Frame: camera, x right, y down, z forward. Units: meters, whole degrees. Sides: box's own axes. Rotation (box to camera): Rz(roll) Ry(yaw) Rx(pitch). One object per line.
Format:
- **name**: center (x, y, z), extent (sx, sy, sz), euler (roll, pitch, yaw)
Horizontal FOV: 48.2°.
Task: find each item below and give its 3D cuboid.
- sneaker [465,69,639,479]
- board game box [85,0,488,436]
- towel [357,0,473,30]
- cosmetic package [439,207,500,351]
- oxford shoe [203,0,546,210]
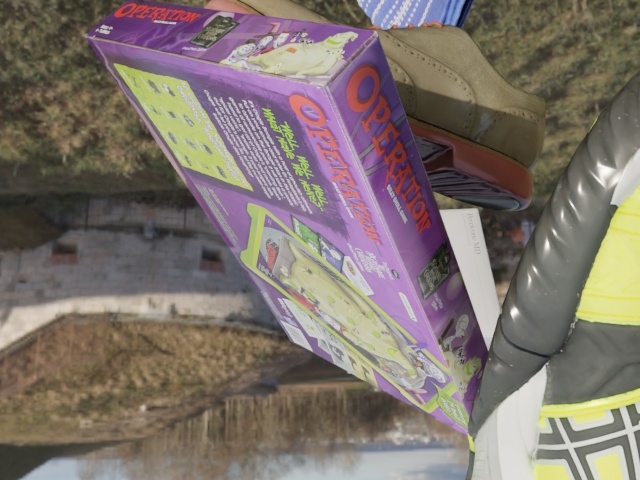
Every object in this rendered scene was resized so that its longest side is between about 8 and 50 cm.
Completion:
- **sneaker**: center (0.158, 0.102, 0.381), extent (0.147, 0.384, 0.145), euler (17, -159, 21)
- **board game box**: center (0.000, 0.000, 0.498), extent (0.208, 0.056, 0.347), euler (27, 155, 40)
- **towel**: center (0.073, -0.360, 0.779), extent (0.040, 0.336, 0.243), euler (-13, 147, -26)
- **cosmetic package**: center (0.149, 0.078, 1.133), extent (0.225, 0.224, 0.138), euler (-2, 151, -8)
- **oxford shoe**: center (0.061, -0.147, 0.646), extent (0.348, 0.130, 0.123), euler (25, 170, -26)
